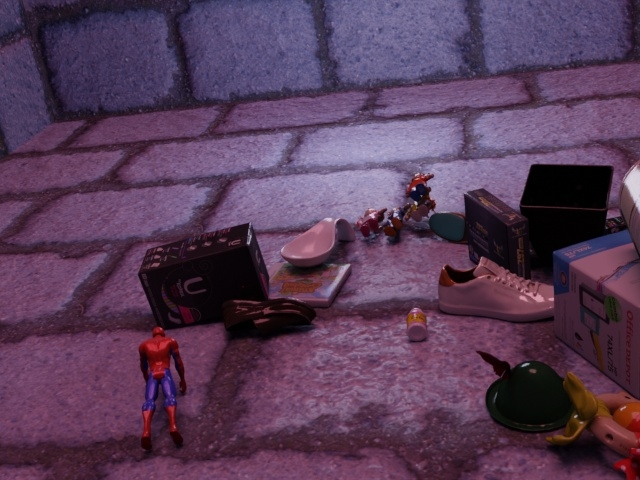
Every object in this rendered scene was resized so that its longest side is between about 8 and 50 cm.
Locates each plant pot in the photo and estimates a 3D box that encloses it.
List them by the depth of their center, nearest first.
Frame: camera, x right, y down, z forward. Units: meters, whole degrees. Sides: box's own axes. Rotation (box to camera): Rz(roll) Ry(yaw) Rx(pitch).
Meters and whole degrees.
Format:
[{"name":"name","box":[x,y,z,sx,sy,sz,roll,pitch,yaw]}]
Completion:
[{"name":"plant pot","box":[0.568,-0.057,1.960,0.188,0.166,0.188,3,35,22]}]

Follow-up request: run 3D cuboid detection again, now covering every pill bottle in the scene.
[{"name":"pill bottle","box":[0.207,0.178,1.836,0.043,0.043,0.083,-6,24,7]}]

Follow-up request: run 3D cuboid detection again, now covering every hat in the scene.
[{"name":"hat","box":[0.373,0.219,1.513,0.173,0.183,0.208,-2,25,15]}]

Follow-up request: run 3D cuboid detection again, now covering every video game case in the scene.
[{"name":"video game case","box":[-0.050,0.106,2.111,0.213,0.023,0.193,1,26,20]}]

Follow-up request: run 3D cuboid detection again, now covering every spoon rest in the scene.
[{"name":"spoon rest","box":[0.000,0.000,2.221,0.137,0.084,0.276,3,18,30]}]

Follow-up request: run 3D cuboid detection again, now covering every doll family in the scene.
[{"name":"doll family","box":[0.223,-0.075,2.317,0.263,0.118,0.163,-35,12,17]}]

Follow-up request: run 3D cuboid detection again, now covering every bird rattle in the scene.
[{"name":"bird rattle","box":[0.501,0.303,1.367,0.207,0.143,0.254,-7,21,-41]}]

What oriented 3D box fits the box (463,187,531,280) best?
[{"name":"box","box":[0.412,-0.001,1.998,0.059,0.183,0.232,-14,25,-12]}]

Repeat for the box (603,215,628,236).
[{"name":"box","box":[0.726,-0.020,2.080,0.083,0.062,0.052,-11,25,-5]}]

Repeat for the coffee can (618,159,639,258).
[{"name":"coffee can","box":[0.634,-0.025,1.460,0.202,0.201,0.275,-4,25,11]}]

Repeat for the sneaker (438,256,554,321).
[{"name":"sneaker","box":[0.396,0.101,1.852,0.290,0.123,0.106,1,23,17]}]

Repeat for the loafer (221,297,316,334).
[{"name":"loafer","box":[-0.118,0.181,1.925,0.220,0.080,0.078,-2,57,12]}]

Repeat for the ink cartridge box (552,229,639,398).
[{"name":"ink cartridge box","box":[0.600,0.130,1.618,0.197,0.198,0.270,-15,24,-14]}]

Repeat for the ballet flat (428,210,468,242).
[{"name":"ballet flat","box":[0.392,-0.025,2.221,0.232,0.080,0.073,15,5,38]}]

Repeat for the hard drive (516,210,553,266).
[{"name":"hard drive","box":[0.562,-0.007,2.116,0.172,0.054,0.254,-3,25,14]}]

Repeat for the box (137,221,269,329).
[{"name":"box","box":[-0.273,0.085,2.032,0.271,0.165,0.143,-15,23,5]}]

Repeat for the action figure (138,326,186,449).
[{"name":"action figure","box":[-0.315,0.303,1.703,0.092,0.139,0.280,-8,46,-5]}]
